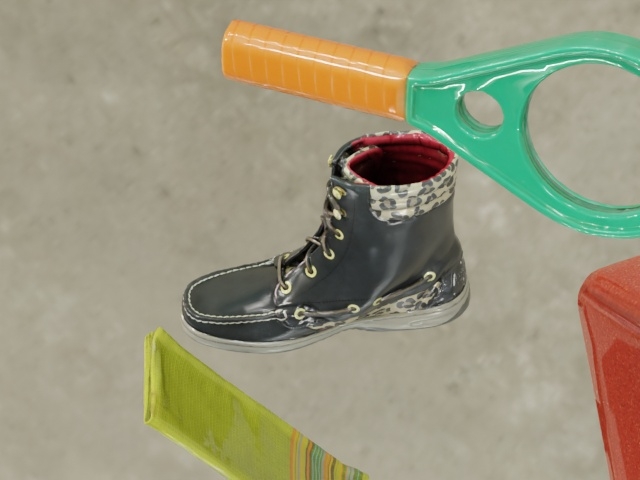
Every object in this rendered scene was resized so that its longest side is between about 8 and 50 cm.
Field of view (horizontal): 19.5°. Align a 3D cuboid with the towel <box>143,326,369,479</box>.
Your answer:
[{"bbox_3d":[-0.043,0.160,1.416,0.021,0.102,0.237,-39,122,21],"label":"towel"}]

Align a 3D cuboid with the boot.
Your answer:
[{"bbox_3d":[0.001,-0.001,1.454,0.236,0.085,0.179,-6,139,-2],"label":"boot"}]

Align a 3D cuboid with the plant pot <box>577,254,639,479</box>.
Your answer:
[{"bbox_3d":[0.321,0.132,0.958,0.236,0.267,0.267,-143,38,-67],"label":"plant pot"}]

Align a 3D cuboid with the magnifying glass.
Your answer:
[{"bbox_3d":[0.063,-0.060,0.817,0.231,0.026,0.092,14,126,19],"label":"magnifying glass"}]
